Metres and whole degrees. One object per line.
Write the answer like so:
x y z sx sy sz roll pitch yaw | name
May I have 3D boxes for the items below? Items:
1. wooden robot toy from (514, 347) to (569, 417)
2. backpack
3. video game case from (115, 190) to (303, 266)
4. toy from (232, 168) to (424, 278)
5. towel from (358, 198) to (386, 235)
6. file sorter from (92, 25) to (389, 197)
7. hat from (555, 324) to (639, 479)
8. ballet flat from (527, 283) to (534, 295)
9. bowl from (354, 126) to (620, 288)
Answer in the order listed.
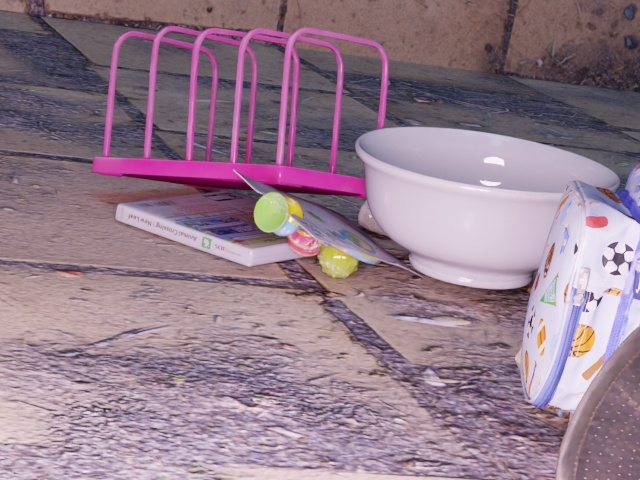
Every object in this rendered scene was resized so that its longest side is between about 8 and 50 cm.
0.260 0.146 1.661 0.173 0.076 0.079 15 -21 20 | wooden robot toy
0.271 0.077 1.488 0.213 0.263 0.276 6 11 7 | backpack
-0.094 -0.015 2.099 0.193 0.023 0.212 18 15 31 | video game case
0.000 0.000 1.992 0.137 0.056 0.237 39 7 31 | toy
0.181 -0.032 2.317 0.187 0.049 0.282 14 14 20 | towel
-0.087 -0.153 2.152 0.291 0.182 0.202 5 -1 38 | file sorter
0.301 0.193 1.215 0.331 0.331 0.134 8 -24 -8 | hat
0.404 0.044 2.009 0.342 0.124 0.116 11 13 6 | ballet flat
0.177 -0.030 2.055 0.298 0.134 0.298 8 16 -2 | bowl
